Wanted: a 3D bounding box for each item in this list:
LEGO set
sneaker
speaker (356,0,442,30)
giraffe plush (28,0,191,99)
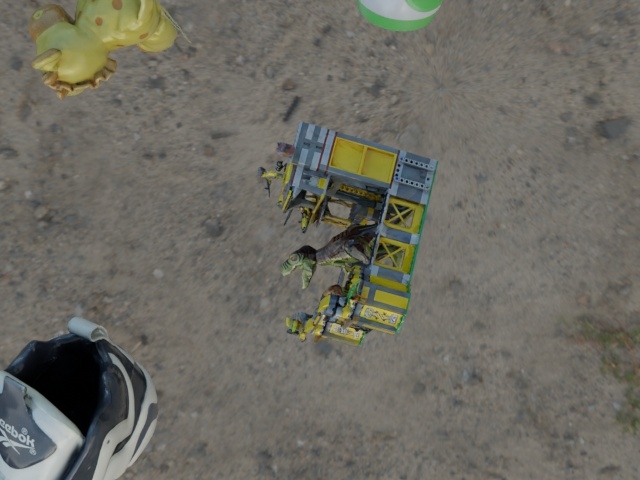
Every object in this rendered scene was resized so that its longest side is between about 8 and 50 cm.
[{"bbox_3d":[0.000,0.000,1.026,0.192,0.331,0.255,16,85,-5],"label":"LEGO set"},{"bbox_3d":[-0.180,0.147,0.497,0.094,0.235,0.153,24,147,17],"label":"sneaker"},{"bbox_3d":[0.119,-0.416,1.053,0.131,0.131,0.296,15,139,5],"label":"speaker"},{"bbox_3d":[-0.281,-0.259,1.043,0.170,0.181,0.210,-38,55,-2],"label":"giraffe plush"}]
